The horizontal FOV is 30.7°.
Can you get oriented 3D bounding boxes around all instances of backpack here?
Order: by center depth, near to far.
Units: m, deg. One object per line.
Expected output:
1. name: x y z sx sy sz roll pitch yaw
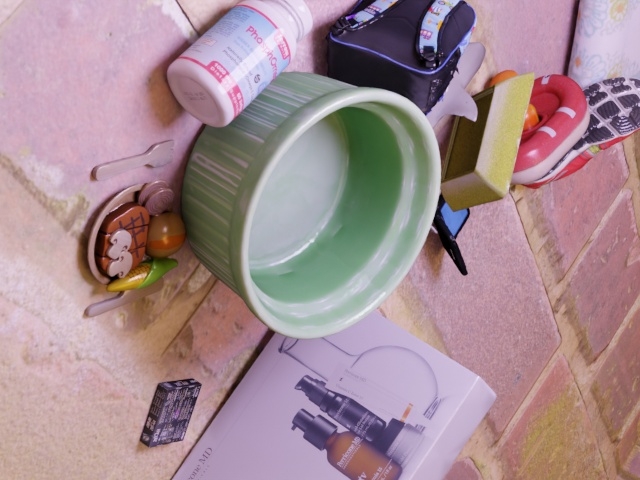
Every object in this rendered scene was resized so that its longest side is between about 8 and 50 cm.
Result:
1. backpack: 0.105 -0.243 1.446 0.173 0.158 0.116 -52 157 -39

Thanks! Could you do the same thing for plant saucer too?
1. plant saucer: 0.231 -0.145 1.689 0.045 0.188 0.188 17 80 -15

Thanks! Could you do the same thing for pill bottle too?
1. pill bottle: -0.083 -0.202 1.251 0.160 0.087 0.087 -48 146 -24

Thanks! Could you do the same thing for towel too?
1. towel: 0.555 -0.436 2.021 0.374 0.090 0.320 -34 136 -39

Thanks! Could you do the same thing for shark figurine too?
1. shark figurine: 0.165 -0.160 1.627 0.166 0.116 0.278 20 94 -57

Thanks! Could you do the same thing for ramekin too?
1. ramekin: -0.016 -0.051 1.363 0.303 0.148 0.303 -23 127 -34

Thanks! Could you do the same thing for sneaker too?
1. sneaker: 0.447 -0.180 1.980 0.279 0.107 0.118 -29 160 10

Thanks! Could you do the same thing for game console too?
1. game console: 0.223 -0.023 1.854 0.071 0.107 0.122 -30 144 0

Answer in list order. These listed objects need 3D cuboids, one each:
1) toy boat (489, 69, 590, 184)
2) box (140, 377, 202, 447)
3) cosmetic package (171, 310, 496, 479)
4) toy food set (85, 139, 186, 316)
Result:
1. toy boat: 0.310 -0.195 1.802 0.231 0.151 0.151 -43 118 -35
2. box: -0.189 0.218 1.474 0.067 0.018 0.083 -1 113 -56
3. cosmetic package: 0.005 0.274 1.527 0.377 0.284 0.097 -55 146 -7
4. toy food set: -0.198 -0.005 1.275 0.132 0.039 0.192 -25 132 -45
